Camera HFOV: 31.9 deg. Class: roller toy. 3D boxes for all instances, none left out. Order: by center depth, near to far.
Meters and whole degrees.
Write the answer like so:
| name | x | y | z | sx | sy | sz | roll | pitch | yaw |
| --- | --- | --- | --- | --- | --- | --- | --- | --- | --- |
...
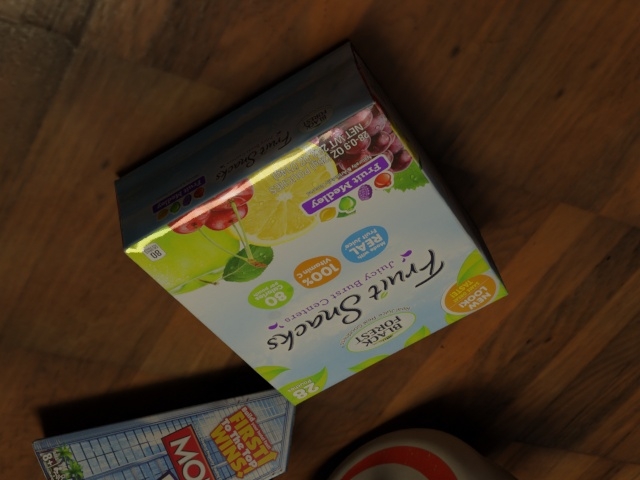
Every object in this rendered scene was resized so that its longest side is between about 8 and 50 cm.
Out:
| name | x | y | z | sx | sy | sz | roll | pitch | yaw |
| --- | --- | --- | --- | --- | --- | --- | --- | --- | --- |
| roller toy | 0.084 | 0.259 | 0.911 | 0.209 | 0.191 | 0.146 | -36 | 133 | 16 |

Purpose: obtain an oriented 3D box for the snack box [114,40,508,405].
| name | x | y | z | sx | sy | sz | roll | pitch | yaw |
| --- | --- | --- | --- | --- | --- | --- | --- | --- | --- |
| snack box | 0.000 | 0.000 | 0.721 | 0.174 | 0.070 | 0.207 | -30 | 136 | 13 |

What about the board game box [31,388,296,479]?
| name | x | y | z | sx | sy | sz | roll | pitch | yaw |
| --- | --- | --- | --- | --- | --- | --- | --- | --- | --- |
| board game box | -0.083 | 0.196 | 0.832 | 0.194 | 0.194 | 0.060 | -26 | 169 | -7 |
